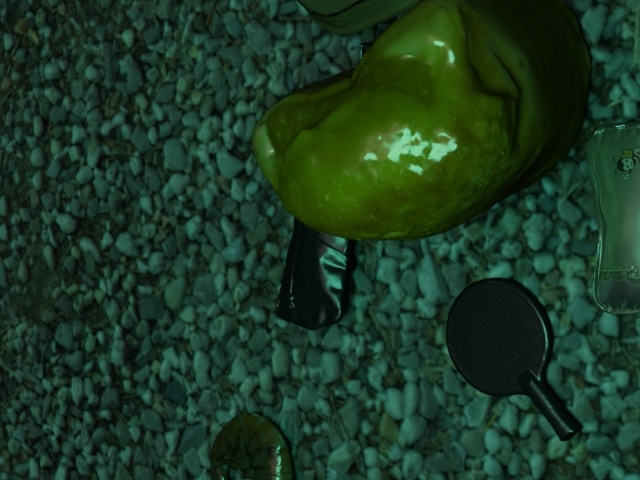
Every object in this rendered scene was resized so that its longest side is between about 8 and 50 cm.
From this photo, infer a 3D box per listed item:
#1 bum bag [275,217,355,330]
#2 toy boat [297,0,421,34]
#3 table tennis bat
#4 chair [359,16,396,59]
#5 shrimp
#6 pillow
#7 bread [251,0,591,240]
[{"bbox_3d":[0.000,0.000,1.769,0.123,0.060,0.249,9,97,33],"label":"bum bag"},{"bbox_3d":[0.045,-0.345,1.698,0.188,0.061,0.116,-19,67,34],"label":"toy boat"},{"bbox_3d":[0.250,0.155,1.622,0.150,0.027,0.236,-48,65,27],"label":"table tennis bat"},{"bbox_3d":[0.076,-0.269,1.708,0.037,0.042,0.086,8,98,31],"label":"chair"},{"bbox_3d":[-0.091,0.403,1.867,0.169,0.058,0.296,-21,77,42],"label":"shrimp"},{"bbox_3d":[0.382,-0.027,1.509,0.130,0.038,0.233,-3,89,33],"label":"pillow"},{"bbox_3d":[0.123,-0.127,1.494,0.361,0.394,0.250,-32,91,29],"label":"bread"}]
